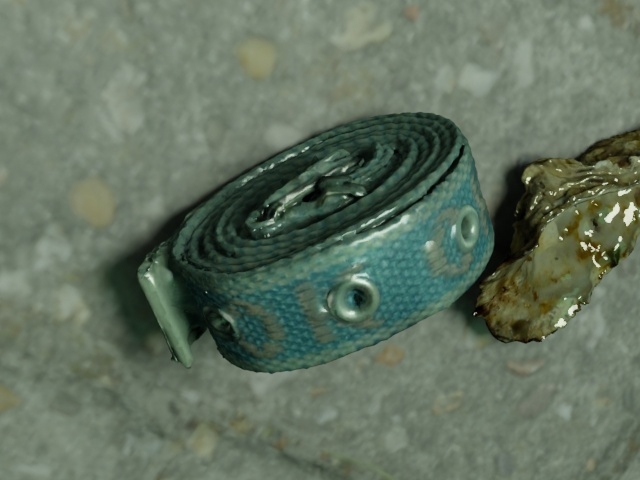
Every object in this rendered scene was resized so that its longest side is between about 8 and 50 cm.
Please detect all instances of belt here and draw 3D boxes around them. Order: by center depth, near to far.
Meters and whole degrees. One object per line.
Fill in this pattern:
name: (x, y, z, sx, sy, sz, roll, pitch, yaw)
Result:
belt: (0.007, -0.005, 0.675, 0.163, 0.148, 0.082, -47, 126, -39)

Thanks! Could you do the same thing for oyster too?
oyster: (0.160, -0.012, 0.804, 0.177, 0.056, 0.105, -48, 136, -3)
